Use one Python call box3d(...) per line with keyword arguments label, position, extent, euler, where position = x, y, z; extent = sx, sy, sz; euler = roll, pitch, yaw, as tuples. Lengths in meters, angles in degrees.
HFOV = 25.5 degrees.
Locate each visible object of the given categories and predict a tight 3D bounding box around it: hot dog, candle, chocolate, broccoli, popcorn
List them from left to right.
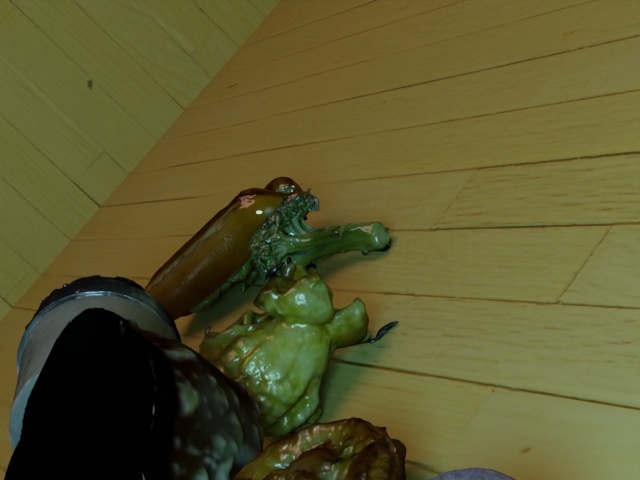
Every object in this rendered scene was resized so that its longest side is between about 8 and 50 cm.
box3d(label="candle", position=(-0.281, 0.198, 1.777), extent=(0.221, 0.221, 0.342), euler=(-42, 20, 12))
box3d(label="chocolate", position=(-0.163, 0.252, 1.367), extent=(0.225, 0.210, 0.340), euler=(-16, 57, 37))
box3d(label="hot dog", position=(-0.124, 0.021, 1.972), extent=(0.135, 0.100, 0.337), euler=(-21, -14, -48))
box3d(label="popcorn", position=(-0.041, 0.121, 1.553), extent=(0.195, 0.174, 0.168), euler=(-56, -3, -2))
box3d(label="hot dog", position=(-0.007, 0.261, 1.200), extent=(0.196, 0.122, 0.272), euler=(-25, 23, 20))
box3d(label="broccoli", position=(0.001, 0.002, 1.783), extent=(0.204, 0.118, 0.122), euler=(-10, 16, 39))

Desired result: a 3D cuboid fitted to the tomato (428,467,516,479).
box3d(label="tomato", position=(0.089, 0.279, 0.969), extent=(0.228, 0.112, 0.199), euler=(-46, 26, -5))
